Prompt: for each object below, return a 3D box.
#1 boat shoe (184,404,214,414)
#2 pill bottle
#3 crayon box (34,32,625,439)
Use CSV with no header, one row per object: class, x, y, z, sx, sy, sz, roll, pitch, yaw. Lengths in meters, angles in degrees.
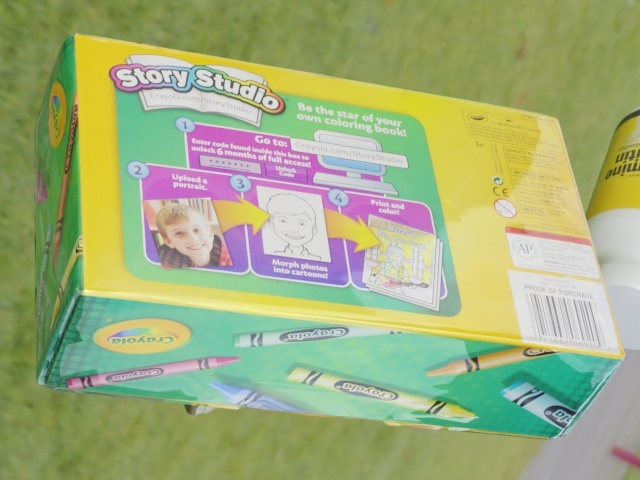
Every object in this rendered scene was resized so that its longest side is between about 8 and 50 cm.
boat shoe,-0.068,0.090,1.353,0.190,0.072,0.068,125,-44,-70
pill bottle,0.252,-0.011,1.274,0.103,0.103,0.184,95,15,-52
crayon box,0.000,0.000,0.850,0.081,0.278,0.165,118,-28,-45
